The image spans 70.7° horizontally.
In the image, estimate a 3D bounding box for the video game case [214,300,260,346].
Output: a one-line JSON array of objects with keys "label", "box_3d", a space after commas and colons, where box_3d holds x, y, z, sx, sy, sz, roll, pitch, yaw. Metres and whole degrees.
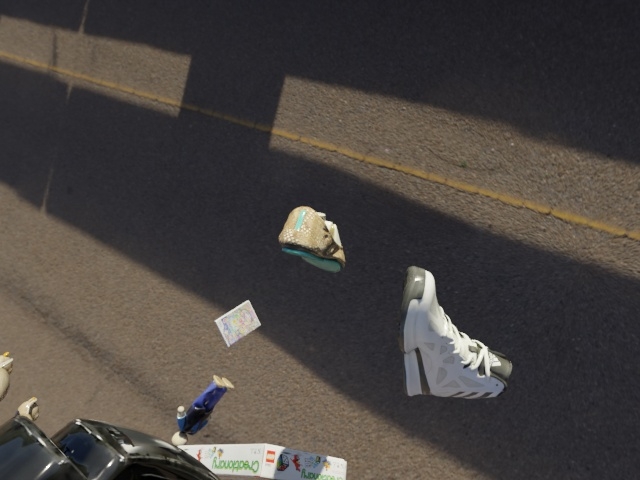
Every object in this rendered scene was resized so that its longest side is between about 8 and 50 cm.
[{"label": "video game case", "box_3d": [-0.243, 0.245, 1.332, 0.011, 0.122, 0.087, -11, 106, 53]}]

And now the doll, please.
[{"label": "doll", "box_3d": [-0.298, 0.419, 1.099, 0.046, 0.129, 0.189, 33, 84, 35]}]

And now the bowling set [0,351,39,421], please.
[{"label": "bowling set", "box_3d": [-0.600, 0.385, 0.846, 0.287, 0.200, 0.154, -58, 28, -11]}]

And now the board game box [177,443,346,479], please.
[{"label": "board game box", "box_3d": [-0.126, 0.432, 0.863, 0.305, 0.193, 0.053, -25, 48, 42]}]

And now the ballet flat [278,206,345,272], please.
[{"label": "ballet flat", "box_3d": [0.000, 0.000, 0.619, 0.073, 0.206, 0.067, 13, 83, 11]}]

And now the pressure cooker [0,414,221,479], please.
[{"label": "pressure cooker", "box_3d": [-0.192, 0.336, 0.254, 0.375, 0.420, 0.370, 40, 142, 9]}]

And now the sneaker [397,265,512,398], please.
[{"label": "sneaker", "box_3d": [0.327, 0.234, 1.087, 0.257, 0.447, 0.169, 1, 44, 17]}]
